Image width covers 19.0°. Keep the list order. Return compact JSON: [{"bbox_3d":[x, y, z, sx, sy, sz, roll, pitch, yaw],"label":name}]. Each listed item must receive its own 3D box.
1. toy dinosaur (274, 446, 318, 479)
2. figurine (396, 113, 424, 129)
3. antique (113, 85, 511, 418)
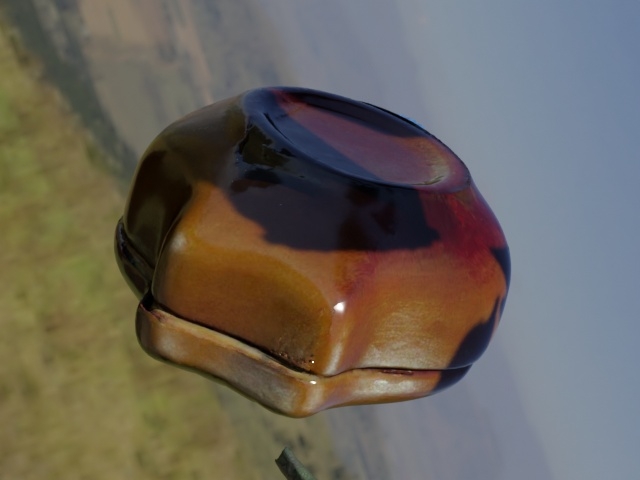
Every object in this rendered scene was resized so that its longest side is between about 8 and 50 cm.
[{"bbox_3d":[-0.006,0.139,0.656,0.187,0.087,0.179,6,56,-52],"label":"toy dinosaur"},{"bbox_3d":[0.043,-0.044,1.431,0.086,0.087,0.149,31,19,-8],"label":"figurine"},{"bbox_3d":[0.000,0.000,1.070,0.278,0.223,0.129,-29,141,-66],"label":"antique"}]
